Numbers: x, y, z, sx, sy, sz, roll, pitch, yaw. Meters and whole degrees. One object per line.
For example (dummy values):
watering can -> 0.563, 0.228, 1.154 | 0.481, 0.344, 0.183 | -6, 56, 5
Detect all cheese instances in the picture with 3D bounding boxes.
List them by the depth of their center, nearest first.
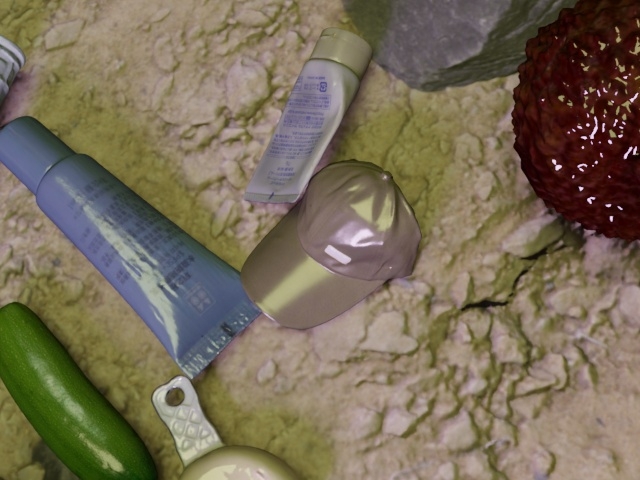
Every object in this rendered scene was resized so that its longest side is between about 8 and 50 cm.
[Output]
cheese -> -0.119, 0.272, 0.930 | 0.249, 0.071, 0.163 | 36, 81, 20

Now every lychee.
lychee -> 0.324, -0.122, 0.884 | 0.264, 0.264, 0.300 | -8, 46, 8

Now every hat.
hat -> 0.000, 0.000, 0.977 | 0.173, 0.144, 0.166 | -32, 64, -29

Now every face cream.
face cream -> -0.237, -0.009, 1.045 | 0.385, 0.086, 0.135 | 40, 67, 15
face cream -> -0.013, -0.141, 1.054 | 0.114, 0.070, 0.224 | 7, 69, 53

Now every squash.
squash -> -0.287, 0.182, 0.986 | 0.082, 0.082, 0.292 | -44, 68, -6

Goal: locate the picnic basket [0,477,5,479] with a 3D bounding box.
picnic basket -> -0.313, 0.373, 0.847 | 0.312, 0.228, 0.175 | 30, 77, 19

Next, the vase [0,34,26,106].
vase -> -0.472, -0.111, 1.096 | 0.143, 0.143, 0.299 | 5, 75, 12
